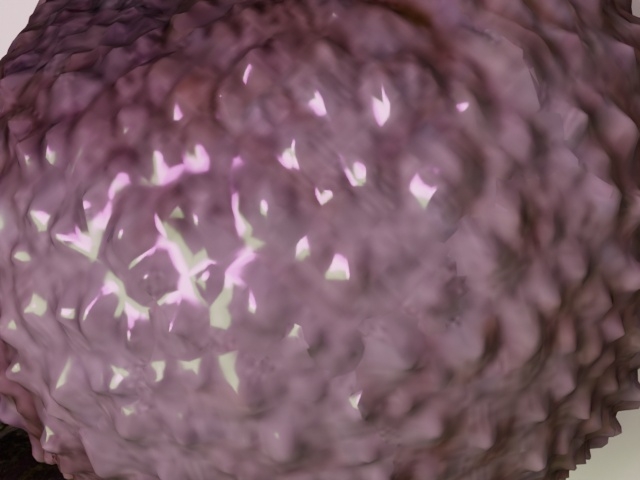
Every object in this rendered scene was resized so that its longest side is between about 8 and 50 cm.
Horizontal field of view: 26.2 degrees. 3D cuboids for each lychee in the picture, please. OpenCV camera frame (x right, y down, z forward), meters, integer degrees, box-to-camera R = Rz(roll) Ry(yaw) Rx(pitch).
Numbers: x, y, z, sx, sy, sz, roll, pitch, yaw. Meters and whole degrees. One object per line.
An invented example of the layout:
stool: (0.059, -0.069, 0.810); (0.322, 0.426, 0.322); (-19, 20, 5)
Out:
lychee: (-0.002, 0.001, 0.532); (0.300, 0.300, 0.300); (11, 106, 44)

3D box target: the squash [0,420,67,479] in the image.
squash: (-0.149, 0.185, 0.813); (0.193, 0.155, 0.193); (-176, 90, -68)
